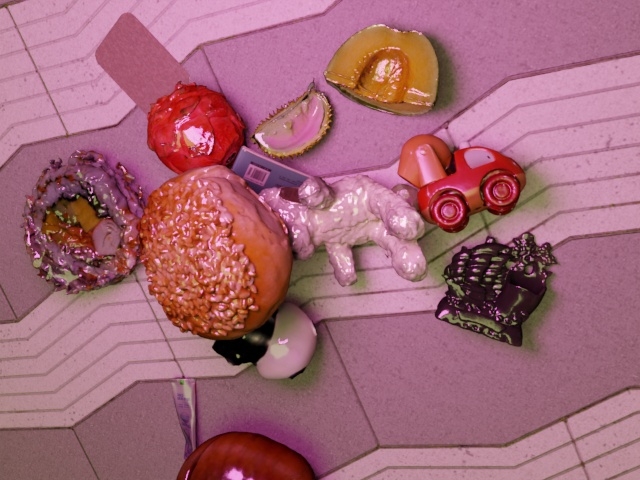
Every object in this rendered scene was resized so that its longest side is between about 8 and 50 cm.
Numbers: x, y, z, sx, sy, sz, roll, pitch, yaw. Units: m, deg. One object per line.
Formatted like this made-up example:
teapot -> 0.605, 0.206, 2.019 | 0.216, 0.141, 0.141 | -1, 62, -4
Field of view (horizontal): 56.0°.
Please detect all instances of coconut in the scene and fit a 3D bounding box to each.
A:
coconut -> 0.204, -0.099, 1.470 | 0.081, 0.083, 0.082 | -12, 89, 57

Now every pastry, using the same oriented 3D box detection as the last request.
pastry -> -0.255, 0.035, 1.360 | 0.410, 0.245, 0.409 | 11, 109, 33

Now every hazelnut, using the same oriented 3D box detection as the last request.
hazelnut -> -0.204, 0.715, 1.682 | 0.410, 0.359, 0.359 | 18, 109, 3

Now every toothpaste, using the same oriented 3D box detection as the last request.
toothpaste -> -0.408, 0.563, 1.847 | 0.075, 0.048, 0.300 | 3, 103, 28

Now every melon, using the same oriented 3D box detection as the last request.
melon -> 0.162, -0.393, 1.393 | 0.265, 0.129, 0.169 | 19, 86, 15

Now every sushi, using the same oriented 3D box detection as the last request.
sushi -> -0.655, -0.053, 1.695 | 0.418, 0.176, 0.417 | 4, 105, 16

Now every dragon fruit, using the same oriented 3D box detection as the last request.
dragon fruit -> -0.314, -0.273, 1.511 | 0.253, 0.241, 0.240 | 21, 110, -12

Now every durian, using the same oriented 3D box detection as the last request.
durian -> -0.060, -0.283, 1.495 | 0.221, 0.095, 0.137 | -41, 99, 0

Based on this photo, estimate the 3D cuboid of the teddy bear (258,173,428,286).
teddy bear -> 0.000, 0.000, 1.413 | 0.362, 0.375, 0.327 | -25, 132, -12

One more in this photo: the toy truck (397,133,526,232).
toy truck -> 0.317, -0.151, 1.371 | 0.265, 0.189, 0.239 | -20, 82, 13

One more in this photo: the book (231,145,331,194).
book -> -0.162, -0.031, 1.560 | 0.264, 0.031, 0.379 | 22, 113, -21

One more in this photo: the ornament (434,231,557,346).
ornament -> 0.421, 0.095, 1.450 | 0.251, 0.106, 0.260 | 16, 103, 10

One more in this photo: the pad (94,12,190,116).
pad -> -0.483, -0.467, 1.629 | 0.266, 0.002, 0.176 | 47, 112, 1

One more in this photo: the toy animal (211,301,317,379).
toy animal -> -0.145, 0.252, 1.604 | 0.267, 0.212, 0.212 | 25, 111, -13
